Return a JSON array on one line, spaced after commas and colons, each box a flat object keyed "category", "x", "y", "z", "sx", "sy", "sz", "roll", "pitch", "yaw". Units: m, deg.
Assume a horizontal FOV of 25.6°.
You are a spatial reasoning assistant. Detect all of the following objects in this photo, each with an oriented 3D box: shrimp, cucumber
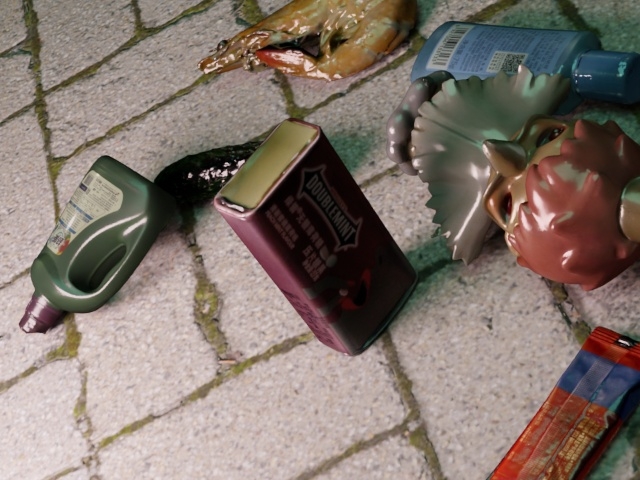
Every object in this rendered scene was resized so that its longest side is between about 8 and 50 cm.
[{"category": "shrimp", "x": -0.016, "y": -0.236, "z": 1.707, "sx": 0.287, "sy": 0.063, "sz": 0.152, "roll": -21, "pitch": 54, "yaw": 14}, {"category": "cucumber", "x": -0.094, "y": -0.081, "z": 1.602, "sx": 0.245, "sy": 0.067, "sz": 0.067, "roll": -3, "pitch": 50, "yaw": 33}]

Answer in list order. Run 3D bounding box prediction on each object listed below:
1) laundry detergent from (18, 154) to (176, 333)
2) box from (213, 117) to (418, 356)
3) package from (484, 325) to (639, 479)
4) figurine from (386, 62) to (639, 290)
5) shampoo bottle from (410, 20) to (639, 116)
[{"category": "laundry detergent", "x": -0.263, "y": 0.019, "z": 1.598, "sx": 0.144, "sy": 0.078, "sz": 0.222, "roll": 29, "pitch": 84, "yaw": 42}, {"category": "box", "x": 0.000, "y": 0.000, "z": 1.341, "sx": 0.069, "sy": 0.224, "sz": 0.120, "roll": 23, "pitch": 65, "yaw": 46}, {"category": "package", "x": 0.216, "y": 0.158, "z": 1.199, "sx": 0.083, "sy": 0.022, "sz": 0.200, "roll": 23, "pitch": 65, "yaw": 44}, {"category": "figurine", "x": 0.205, "y": -0.053, "z": 1.300, "sx": 0.207, "sy": 0.166, "sz": 0.387, "roll": -56, "pitch": 39, "yaw": 1}, {"category": "shampoo bottle", "x": 0.221, "y": -0.180, "z": 1.486, "sx": 0.258, "sy": 0.061, "sz": 0.104, "roll": 12, "pitch": 59, "yaw": 41}]
